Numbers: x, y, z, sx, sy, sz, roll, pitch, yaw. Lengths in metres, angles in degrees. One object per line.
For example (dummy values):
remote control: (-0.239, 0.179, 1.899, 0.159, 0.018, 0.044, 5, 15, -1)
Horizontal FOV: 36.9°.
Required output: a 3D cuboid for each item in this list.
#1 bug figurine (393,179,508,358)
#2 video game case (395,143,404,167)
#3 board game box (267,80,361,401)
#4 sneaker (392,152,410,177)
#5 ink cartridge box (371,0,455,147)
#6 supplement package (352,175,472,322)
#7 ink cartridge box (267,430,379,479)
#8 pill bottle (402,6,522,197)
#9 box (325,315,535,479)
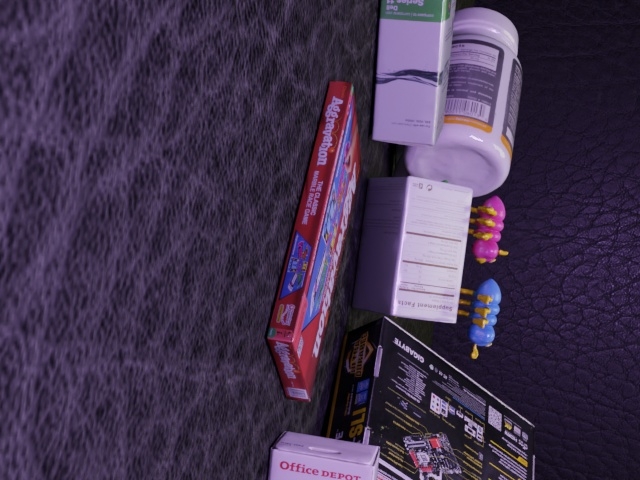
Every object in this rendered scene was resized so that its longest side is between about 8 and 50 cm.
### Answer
bug figurine: (0.181, 0.030, 1.335, 0.279, 0.072, 0.216, 25, -75, 60)
video game case: (0.149, -0.246, 1.567, 0.212, 0.023, 0.193, 85, 16, -48)
board game box: (0.000, 0.000, 0.934, 0.145, 0.027, 0.281, 81, 19, -60)
sneaker: (0.131, -0.046, 1.492, 0.094, 0.080, 0.212, 25, 73, -67)
ink cartridge box: (0.125, -0.241, 1.269, 0.153, 0.087, 0.208, -55, 150, -69)
supplement package: (0.120, 0.012, 1.264, 0.105, 0.105, 0.179, 6, -92, 62)
ink cartridge box: (0.000, 0.258, 0.908, 0.056, 0.099, 0.135, -32, 129, -76)
pill bottle: (0.226, -0.217, 1.485, 0.162, 0.162, 0.278, 82, 19, -55)
box: (0.148, 0.285, 1.222, 0.322, 0.079, 0.257, 36, 46, -27)
